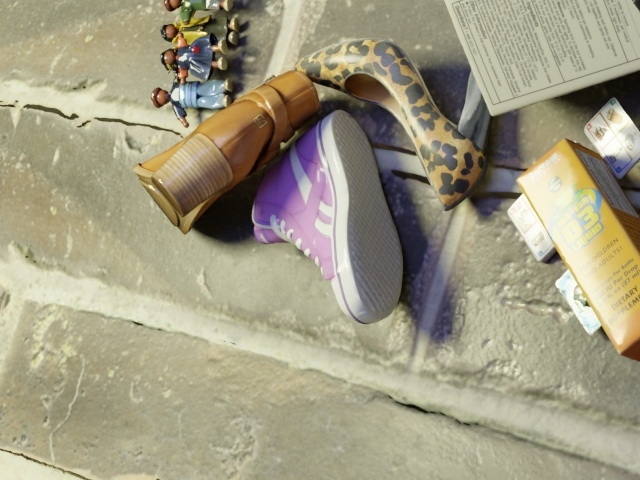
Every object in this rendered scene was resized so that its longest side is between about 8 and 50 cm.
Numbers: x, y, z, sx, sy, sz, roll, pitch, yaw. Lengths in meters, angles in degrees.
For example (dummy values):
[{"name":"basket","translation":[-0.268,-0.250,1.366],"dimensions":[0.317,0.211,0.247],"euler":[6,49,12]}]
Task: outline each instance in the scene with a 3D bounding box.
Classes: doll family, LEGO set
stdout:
[{"name":"doll family","translation":[-0.168,-0.245,2.057],"dimensions":[0.111,0.076,0.193],"euler":[0,68,16]},{"name":"LEGO set","translation":[0.321,-0.002,1.655],"dimensions":[0.182,0.060,0.244],"euler":[-50,51,27]}]

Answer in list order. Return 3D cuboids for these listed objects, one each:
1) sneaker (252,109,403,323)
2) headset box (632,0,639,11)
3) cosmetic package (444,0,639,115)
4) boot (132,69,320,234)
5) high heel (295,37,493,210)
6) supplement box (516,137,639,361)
[{"name":"sneaker","translation":[0.001,0.000,1.846],"dimensions":[0.161,0.102,0.282],"euler":[-32,47,28]},{"name":"headset box","translation":[0.455,-0.191,1.476],"dimensions":[0.218,0.293,0.110],"euler":[-28,27,24]},{"name":"cosmetic package","translation":[0.300,-0.252,1.652],"dimensions":[0.296,0.129,0.153],"euler":[-14,105,31]},{"name":"boot","translation":[-0.114,-0.119,1.938],"dimensions":[0.220,0.283,0.109],"euler":[-39,90,-10]},{"name":"high heel","translation":[0.072,-0.133,1.820],"dimensions":[0.261,0.093,0.186],"euler":[7,73,23]},{"name":"supplement box","translation":[0.289,0.009,1.592],"dimensions":[0.078,0.080,0.233],"euler":[-44,52,24]}]
